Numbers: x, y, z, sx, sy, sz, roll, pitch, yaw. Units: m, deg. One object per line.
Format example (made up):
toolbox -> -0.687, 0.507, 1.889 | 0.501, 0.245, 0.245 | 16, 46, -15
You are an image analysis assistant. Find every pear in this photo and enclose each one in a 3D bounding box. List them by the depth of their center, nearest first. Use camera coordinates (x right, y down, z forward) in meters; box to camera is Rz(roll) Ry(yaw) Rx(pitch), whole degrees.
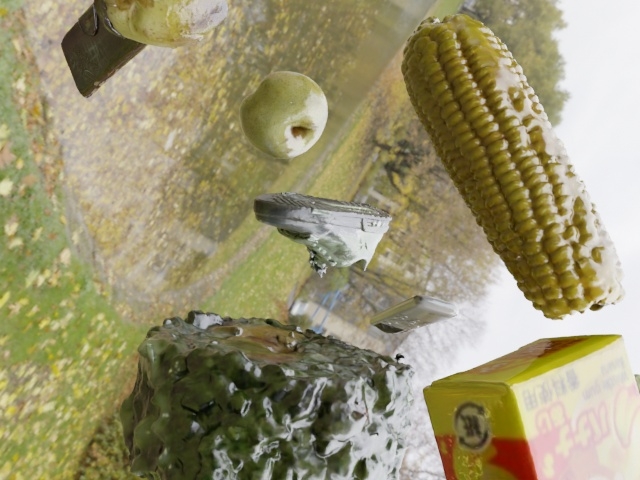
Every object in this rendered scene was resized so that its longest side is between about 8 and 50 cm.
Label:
pear -> -0.066, -0.238, 1.113 | 0.167, 0.136, 0.167 | -18, 144, -14

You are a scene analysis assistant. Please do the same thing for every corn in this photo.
corn -> 0.191, -0.088, 0.617 | 0.120, 0.363, 0.120 | -23, 162, -8

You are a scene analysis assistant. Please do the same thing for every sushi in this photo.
sushi -> -0.077, 0.193, 0.699 | 0.352, 0.294, 0.178 | 3, -97, 64

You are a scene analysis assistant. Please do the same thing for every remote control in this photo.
remote control -> 0.139, 0.124, 0.939 | 0.261, 0.067, 0.029 | 127, -21, -72

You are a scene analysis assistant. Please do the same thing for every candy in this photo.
candy -> 0.185, 0.219, 0.433 | 0.146, 0.276, 0.088 | -9, 173, -34

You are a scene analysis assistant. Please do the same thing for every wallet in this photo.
wallet -> -0.386, -0.353, 1.045 | 0.232, 0.122, 0.031 | -20, -175, 41

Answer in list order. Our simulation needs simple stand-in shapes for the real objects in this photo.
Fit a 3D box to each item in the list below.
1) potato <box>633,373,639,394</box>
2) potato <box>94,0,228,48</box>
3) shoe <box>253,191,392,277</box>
potato -> 0.346, 0.230, 0.695 | 0.120, 0.081, 0.149 | -21, -118, 36
potato -> -0.149, -0.222, 0.566 | 0.096, 0.103, 0.066 | 68, 38, -56
shoe -> -0.002, 0.000, 1.085 | 0.109, 0.293, 0.149 | 36, -64, 49
